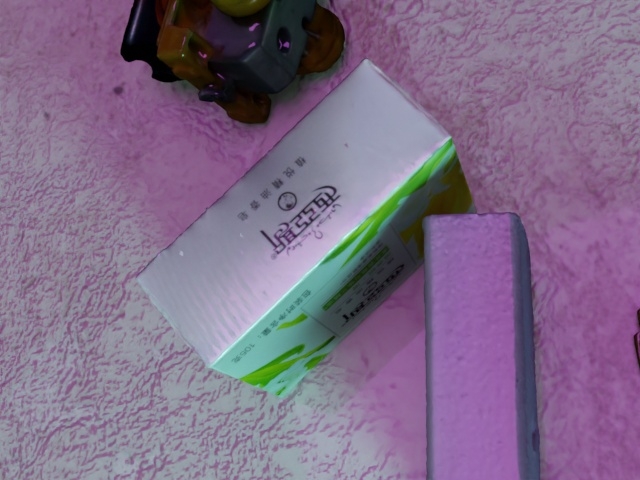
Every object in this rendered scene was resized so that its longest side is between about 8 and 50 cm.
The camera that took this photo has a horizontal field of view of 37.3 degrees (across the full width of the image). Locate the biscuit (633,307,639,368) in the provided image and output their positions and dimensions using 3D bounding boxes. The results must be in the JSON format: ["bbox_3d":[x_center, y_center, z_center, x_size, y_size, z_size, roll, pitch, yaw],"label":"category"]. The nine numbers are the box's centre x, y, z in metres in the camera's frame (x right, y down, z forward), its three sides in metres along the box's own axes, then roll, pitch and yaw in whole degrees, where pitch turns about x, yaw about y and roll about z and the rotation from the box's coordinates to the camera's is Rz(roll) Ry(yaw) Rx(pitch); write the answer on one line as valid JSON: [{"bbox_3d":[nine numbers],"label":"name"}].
[{"bbox_3d":[0.301,0.077,0.802,0.082,0.016,0.092,34,86,16],"label":"biscuit"}]

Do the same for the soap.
[{"bbox_3d":[0.130,0.121,0.750,0.081,0.181,0.260,-2,73,14],"label":"soap"}]

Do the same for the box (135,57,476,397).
[{"bbox_3d":[0.000,0.000,0.810,0.260,0.194,0.111,-46,68,0],"label":"box"}]

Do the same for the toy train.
[{"bbox_3d":[-0.085,-0.307,0.944,0.231,0.163,0.369,7,76,30],"label":"toy train"}]
